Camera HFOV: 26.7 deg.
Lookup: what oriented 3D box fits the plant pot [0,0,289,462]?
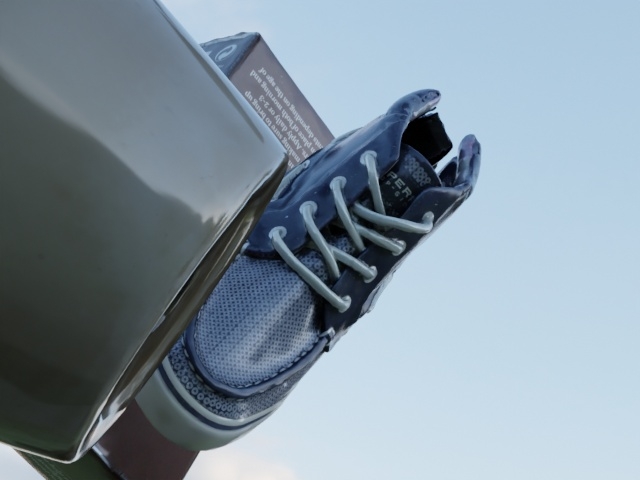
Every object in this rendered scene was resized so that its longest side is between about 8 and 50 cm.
[{"bbox_3d":[-0.183,-0.043,0.668,0.280,0.323,0.323,36,-20,2],"label":"plant pot"}]

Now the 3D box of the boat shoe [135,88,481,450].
[{"bbox_3d":[0.000,0.000,0.920,0.127,0.340,0.158,47,-56,-9],"label":"boat shoe"}]

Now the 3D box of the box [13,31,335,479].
[{"bbox_3d":[-0.134,0.022,1.153,0.143,0.381,0.191,-5,-47,43],"label":"box"}]
